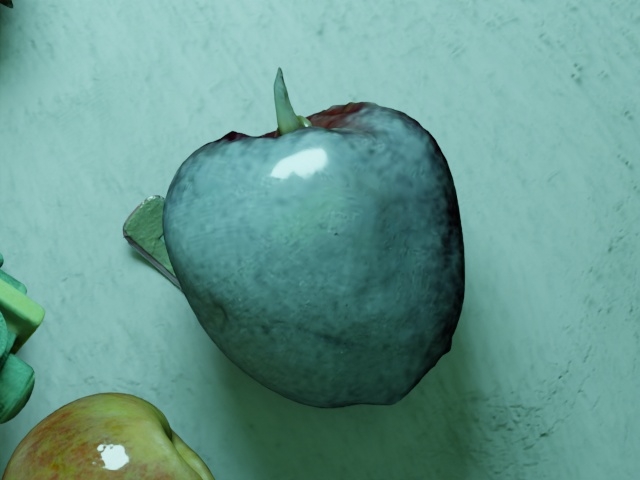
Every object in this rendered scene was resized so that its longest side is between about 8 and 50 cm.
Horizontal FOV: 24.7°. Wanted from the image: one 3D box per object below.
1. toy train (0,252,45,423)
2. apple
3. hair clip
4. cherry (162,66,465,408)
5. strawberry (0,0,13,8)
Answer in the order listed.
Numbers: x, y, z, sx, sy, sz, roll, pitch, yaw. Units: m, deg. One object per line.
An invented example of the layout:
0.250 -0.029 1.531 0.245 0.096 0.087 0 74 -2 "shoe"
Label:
-0.383 0.007 1.200 0.369 0.237 0.150 36 120 -15 "toy train"
-0.171 0.225 1.209 0.164 0.209 0.209 -36 90 -3 "apple"
-0.116 0.017 1.324 0.137 0.022 0.054 41 82 -6 "hair clip"
0.000 0.000 1.239 0.255 0.218 0.296 -20 94 -36 "cherry"
-0.394 -0.286 1.218 0.277 0.257 0.257 21 81 25 "strawberry"
